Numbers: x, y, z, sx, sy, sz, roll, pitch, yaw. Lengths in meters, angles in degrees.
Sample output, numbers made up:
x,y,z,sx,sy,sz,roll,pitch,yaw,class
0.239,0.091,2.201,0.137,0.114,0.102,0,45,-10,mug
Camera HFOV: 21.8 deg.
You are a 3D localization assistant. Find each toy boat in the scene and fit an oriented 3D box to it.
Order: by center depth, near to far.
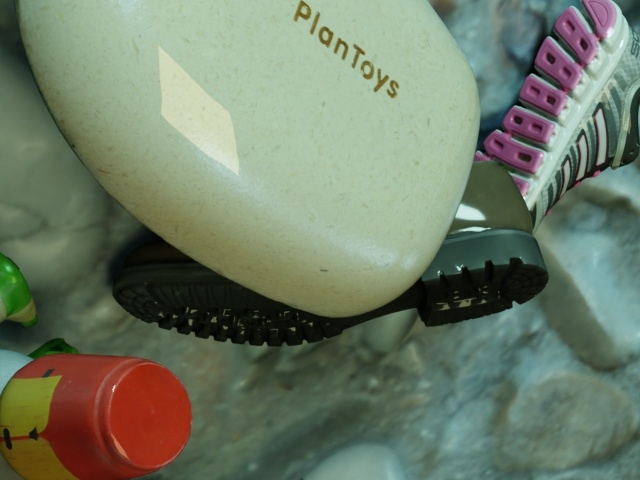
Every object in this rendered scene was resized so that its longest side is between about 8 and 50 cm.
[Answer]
x,y,z,sx,sy,sz,roll,pitch,yaw,class
-0.070,-0.027,0.752,0.267,0.148,0.318,42,58,-29,toy boat

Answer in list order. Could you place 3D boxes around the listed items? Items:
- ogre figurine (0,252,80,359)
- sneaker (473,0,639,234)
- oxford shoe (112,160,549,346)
x,y,z,sx,sy,sz,roll,pitch,yaw,class
-0.200,0.033,0.772,0.118,0.097,0.197,-45,144,-21,ogre figurine
0.141,-0.051,0.949,0.075,0.063,0.170,24,99,-32,sneaker
0.000,0.000,0.893,0.227,0.096,0.083,-6,154,-9,oxford shoe
